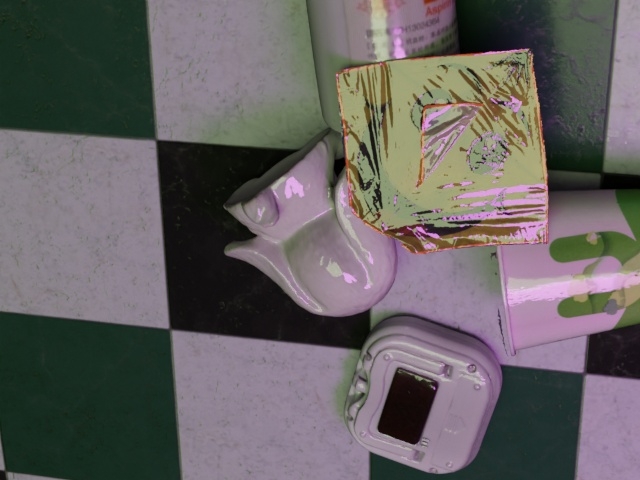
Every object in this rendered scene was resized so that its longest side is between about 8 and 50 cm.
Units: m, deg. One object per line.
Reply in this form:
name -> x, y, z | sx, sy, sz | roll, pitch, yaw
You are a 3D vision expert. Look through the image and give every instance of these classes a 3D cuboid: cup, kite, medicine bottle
cup -> 0.391, 0.032, 1.915 | 0.274, 0.253, 0.253 | -6, 114, 9
kite -> 0.183, -0.129, 1.773 | 0.378, 0.013, 0.327 | 35, 104, -7
medicine bottle -> 0.083, -0.347, 1.812 | 0.211, 0.211, 0.371 | -1, 116, 15

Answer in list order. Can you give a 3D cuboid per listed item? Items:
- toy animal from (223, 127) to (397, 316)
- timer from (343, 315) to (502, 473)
toy animal -> 0.000, 0.000, 2.008 | 0.272, 0.206, 0.265 | -31, 101, 23
timer -> 0.166, 0.263, 2.160 | 0.237, 0.087, 0.262 | 18, 118, 6
